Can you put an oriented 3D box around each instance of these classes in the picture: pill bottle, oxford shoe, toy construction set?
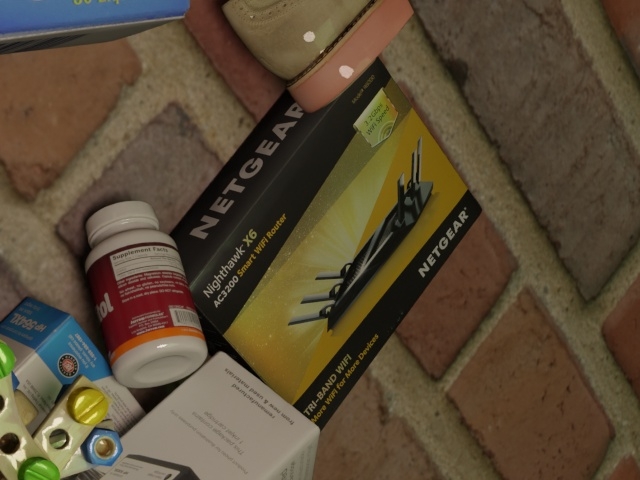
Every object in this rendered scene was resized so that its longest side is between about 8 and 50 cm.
[{"bbox_3d":[-0.158,0.046,1.383,0.086,0.086,0.152,6,55,-42],"label":"pill bottle"},{"bbox_3d":[0.056,-0.305,1.489,0.146,0.140,0.397,42,59,-13],"label":"oxford shoe"},{"bbox_3d":[-0.315,0.188,1.194,0.328,0.151,0.215,-47,109,-33],"label":"toy construction set"}]

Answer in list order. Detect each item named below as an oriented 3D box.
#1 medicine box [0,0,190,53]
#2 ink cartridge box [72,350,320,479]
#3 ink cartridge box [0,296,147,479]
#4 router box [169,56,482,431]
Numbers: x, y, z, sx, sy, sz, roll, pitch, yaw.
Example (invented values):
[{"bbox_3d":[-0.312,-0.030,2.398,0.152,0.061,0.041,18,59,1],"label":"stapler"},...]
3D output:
[{"bbox_3d":[-0.264,-0.283,1.159,0.263,0.149,0.289,-14,95,-39],"label":"medicine box"},{"bbox_3d":[-0.152,0.281,1.393,0.307,0.129,0.223,-41,156,-31],"label":"ink cartridge box"},{"bbox_3d":[-0.268,0.174,1.362,0.203,0.086,0.148,-45,126,-22],"label":"ink cartridge box"},{"bbox_3d":[0.000,0.000,1.554,0.309,0.081,0.243,-53,129,-18],"label":"router box"}]
